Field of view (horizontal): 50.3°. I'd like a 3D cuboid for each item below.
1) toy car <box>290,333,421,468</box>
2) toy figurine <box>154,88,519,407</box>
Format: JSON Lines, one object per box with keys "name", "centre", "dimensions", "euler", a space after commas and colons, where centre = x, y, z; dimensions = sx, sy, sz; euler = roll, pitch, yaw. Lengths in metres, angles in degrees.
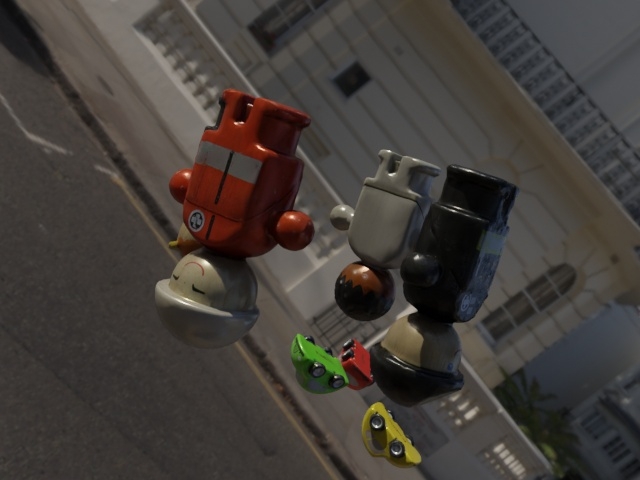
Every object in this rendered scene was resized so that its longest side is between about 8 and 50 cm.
{"name": "toy car", "centre": [0.027, 0.200, 0.943], "dimensions": [0.225, 0.053, 0.239], "euler": [39, 15, -38]}
{"name": "toy figurine", "centre": [0.000, 0.000, 0.456], "dimensions": [0.213, 0.148, 0.209], "euler": [16, 7, -15]}
